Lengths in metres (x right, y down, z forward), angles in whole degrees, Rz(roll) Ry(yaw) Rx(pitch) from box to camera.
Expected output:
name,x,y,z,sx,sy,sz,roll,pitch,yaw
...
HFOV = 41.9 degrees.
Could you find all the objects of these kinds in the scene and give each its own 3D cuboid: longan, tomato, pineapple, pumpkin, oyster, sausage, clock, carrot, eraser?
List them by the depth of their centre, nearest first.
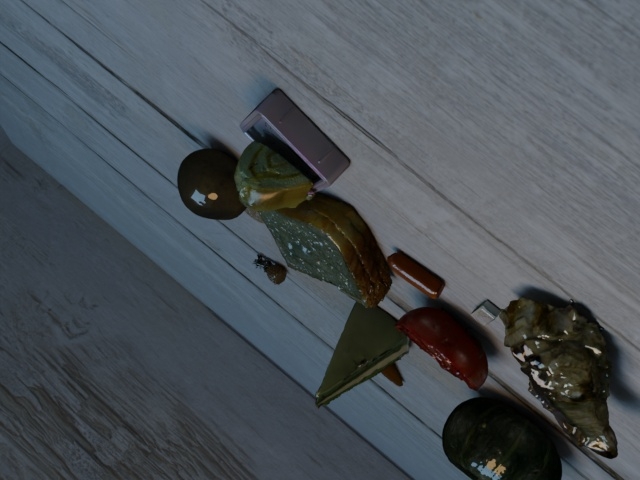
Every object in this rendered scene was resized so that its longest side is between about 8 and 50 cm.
name,x,y,z,sx,sy,sz,roll,pitch,yaw
oyster,0.428,0.239,1.469,0.337,0.133,0.198,55,166,-25
clock,-0.051,-0.181,1.576,0.197,0.063,0.150,45,163,-10
eraser,0.323,0.142,1.634,0.038,0.019,0.083,41,162,6
sausage,0.191,0.069,1.700,0.131,0.041,0.039,36,167,17
tomato,0.275,0.219,1.800,0.228,0.101,0.228,40,171,7
longan,-0.251,-0.130,1.981,0.187,0.167,0.167,25,170,-25
pumpkin,0.426,0.512,1.995,0.300,0.207,0.300,38,172,7
carrot,0.177,0.340,2.375,0.069,0.069,0.336,28,165,36
pineapple,-0.154,0.078,2.441,0.124,0.058,0.058,36,162,33

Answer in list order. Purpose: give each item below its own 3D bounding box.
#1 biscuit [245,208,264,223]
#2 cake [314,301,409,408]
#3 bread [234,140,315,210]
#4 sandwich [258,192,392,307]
name,x,y,z,sx,sy,sz,roll,pitch,yaw
biscuit,-0.179,-0.086,2.156,0.120,0.015,0.120,36,161,14
cake,0.063,0.282,2.124,0.172,0.284,0.158,52,168,24
bread,-0.099,-0.104,1.582,0.156,0.110,0.103,35,156,19
sandwich,0.000,0.000,1.847,0.301,0.099,0.271,25,157,44
